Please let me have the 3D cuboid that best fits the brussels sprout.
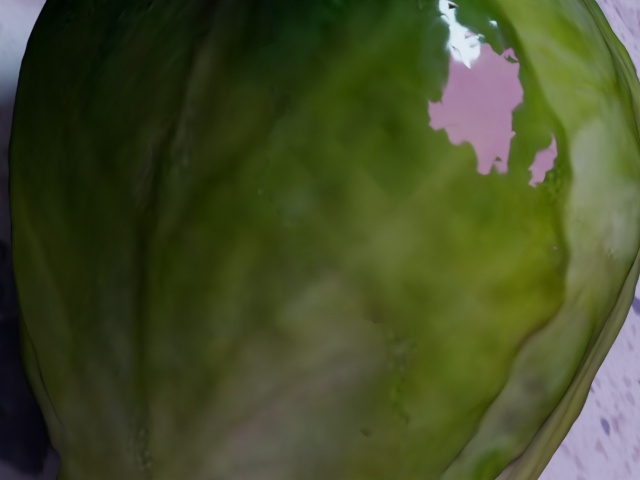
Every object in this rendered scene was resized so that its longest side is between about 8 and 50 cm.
[{"bbox_3d":[0.000,0.000,0.552,0.210,0.219,0.271,30,65,-56],"label":"brussels sprout"}]
